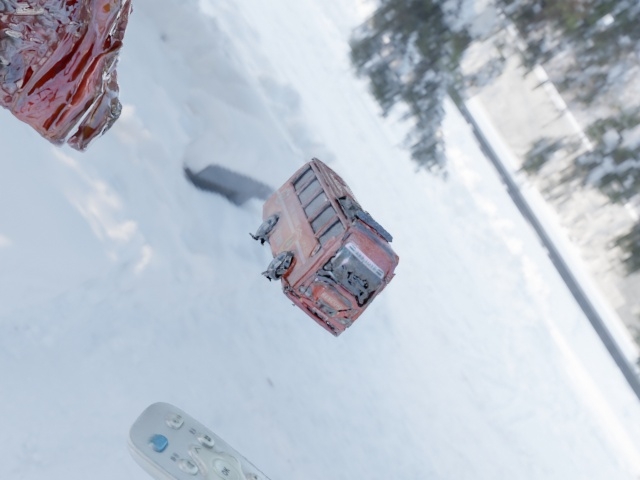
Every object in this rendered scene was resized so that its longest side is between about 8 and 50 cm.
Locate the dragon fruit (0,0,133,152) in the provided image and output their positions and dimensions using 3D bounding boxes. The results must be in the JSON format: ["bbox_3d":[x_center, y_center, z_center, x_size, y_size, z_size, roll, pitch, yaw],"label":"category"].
[{"bbox_3d":[-0.206,-0.214,0.966,0.228,0.286,0.329,34,-12,12],"label":"dragon fruit"}]

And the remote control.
[{"bbox_3d":[-0.025,0.184,0.625,0.229,0.044,0.073,41,17,-2],"label":"remote control"}]

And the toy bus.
[{"bbox_3d":[0.000,0.000,0.907,0.073,0.096,0.235,39,7,-19],"label":"toy bus"}]
